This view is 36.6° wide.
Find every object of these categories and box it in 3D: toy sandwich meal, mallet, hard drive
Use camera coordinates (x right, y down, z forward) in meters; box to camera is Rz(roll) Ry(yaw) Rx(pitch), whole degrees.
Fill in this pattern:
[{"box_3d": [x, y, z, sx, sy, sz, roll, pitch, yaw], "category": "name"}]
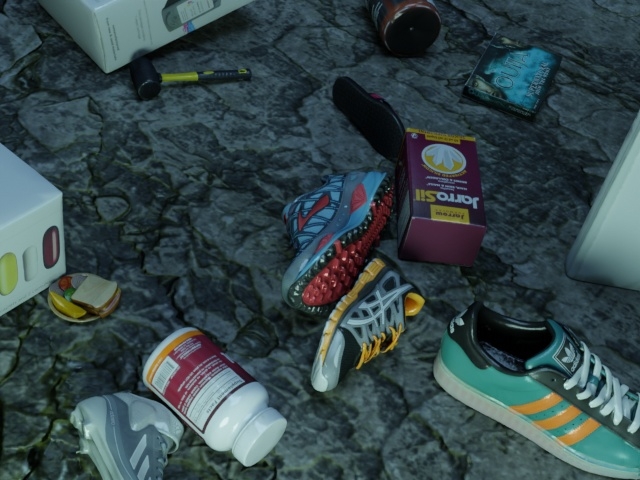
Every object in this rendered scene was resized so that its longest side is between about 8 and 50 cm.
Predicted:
[{"box_3d": [-0.281, 0.063, 1.145, 0.086, 0.029, 0.085, 6, 45, -6], "category": "toy sandwich meal"}, {"box_3d": [-0.200, -0.258, 1.484, 0.190, 0.039, 0.062, -13, 53, -29], "category": "mallet"}, {"box_3d": [0.458, -0.050, 1.221, 0.203, 0.307, 0.040, 10, 45, -2], "category": "hard drive"}]

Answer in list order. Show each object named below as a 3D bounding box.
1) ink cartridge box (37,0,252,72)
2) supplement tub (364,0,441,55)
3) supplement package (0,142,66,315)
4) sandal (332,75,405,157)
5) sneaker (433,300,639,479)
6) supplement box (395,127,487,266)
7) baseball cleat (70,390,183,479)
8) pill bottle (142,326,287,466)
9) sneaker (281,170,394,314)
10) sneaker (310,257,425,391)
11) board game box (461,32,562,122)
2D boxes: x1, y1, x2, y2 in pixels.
[{"box_3d": [-0.276, -0.429, 1.533, 0.306, 0.131, 0.226, -34, 59, -22], "category": "ink cartridge box"}, {"box_3d": [0.131, -0.413, 1.656, 0.106, 0.106, 0.198, -3, 47, -15], "category": "supplement tub"}, {"box_3d": [-0.454, 0.001, 1.088, 0.204, 0.145, 0.262, 36, 50, 22], "category": "supplement package"}, {"box_3d": [0.083, -0.191, 1.457, 0.040, 0.067, 0.179, -10, 45, -36], "category": "sandal"}, {"box_3d": [0.279, 0.167, 1.098, 0.302, 0.121, 0.108, 23, 46, 10], "category": "sneaker"}, {"box_3d": [0.162, -0.061, 1.330, 0.104, 0.080, 0.188, 7, 45, -5], "category": "supplement box"}, {"box_3d": [-0.173, 0.230, 0.975, 0.109, 0.072, 0.206, -14, 53, -33], "category": "baseball cleat"}, {"box_3d": [-0.112, 0.169, 1.038, 0.152, 0.086, 0.086, 38, 50, 23], "category": "pill bottle"}, {"box_3d": [0.000, 0.000, 1.243, 0.125, 0.104, 0.262, 10, 37, 23], "category": "sneaker"}, {"box_3d": [0.056, 0.103, 1.145, 0.083, 0.084, 0.215, 29, 46, 10], "category": "sneaker"}, {"box_3d": [0.322, -0.275, 1.618, 0.126, 0.026, 0.186, 23, 45, 10], "category": "board game box"}]
